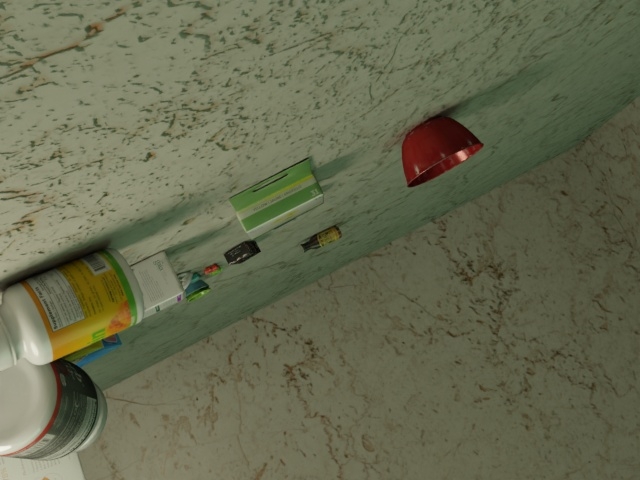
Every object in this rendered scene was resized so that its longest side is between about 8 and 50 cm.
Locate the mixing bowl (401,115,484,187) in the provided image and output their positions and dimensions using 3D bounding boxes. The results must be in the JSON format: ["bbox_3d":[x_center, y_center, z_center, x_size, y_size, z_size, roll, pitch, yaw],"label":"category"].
[{"bbox_3d":[0.238,-0.196,1.774,0.182,0.098,0.181,-28,172,-4],"label":"mixing bowl"}]

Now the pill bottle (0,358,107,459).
[{"bbox_3d":[-0.566,0.329,1.690,0.210,0.210,0.363,-28,163,-4],"label":"pill bottle"}]

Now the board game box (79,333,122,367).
[{"bbox_3d":[-0.631,0.277,1.975,0.242,0.064,0.316,-29,173,5],"label":"board game box"}]

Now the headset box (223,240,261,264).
[{"bbox_3d":[-0.188,0.030,2.028,0.062,0.032,0.083,-31,171,17],"label":"headset box"}]

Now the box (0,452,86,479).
[{"bbox_3d":[-0.742,0.540,1.957,0.346,0.214,0.168,-14,168,-27],"label":"box"}]

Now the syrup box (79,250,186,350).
[{"bbox_3d":[-0.389,0.118,1.656,0.237,0.093,0.096,-26,172,-14],"label":"syrup box"}]

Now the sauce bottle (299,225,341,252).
[{"bbox_3d":[0.000,0.000,2.467,0.128,0.042,0.042,-27,173,-20],"label":"sauce bottle"}]

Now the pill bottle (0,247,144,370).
[{"bbox_3d":[-0.421,0.116,1.357,0.246,0.136,0.136,-24,171,-30],"label":"pill bottle"}]

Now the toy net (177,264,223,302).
[{"bbox_3d":[-0.306,0.104,2.052,0.122,0.045,0.232,-29,172,8],"label":"toy net"}]

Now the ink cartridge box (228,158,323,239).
[{"bbox_3d":[-0.080,-0.074,1.635,0.171,0.056,0.235,-27,175,-2],"label":"ink cartridge box"}]
